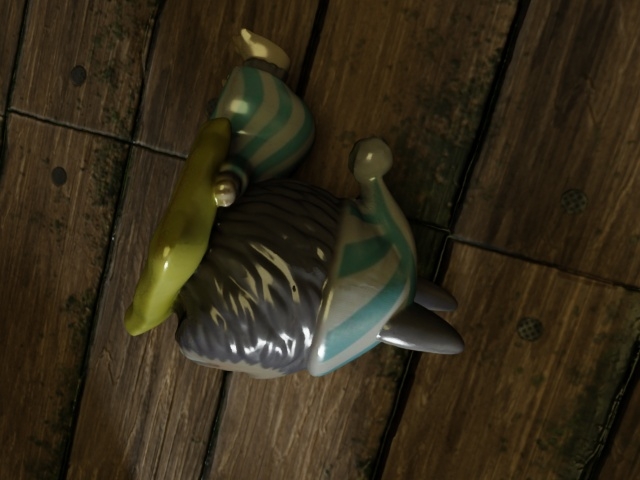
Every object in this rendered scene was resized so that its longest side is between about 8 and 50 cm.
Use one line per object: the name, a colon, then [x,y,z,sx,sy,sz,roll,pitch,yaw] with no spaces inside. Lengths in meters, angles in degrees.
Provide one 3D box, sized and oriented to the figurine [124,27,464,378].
figurine: [0.000,0.000,0.552,0.378,0.266,0.361,22,71,-18]
